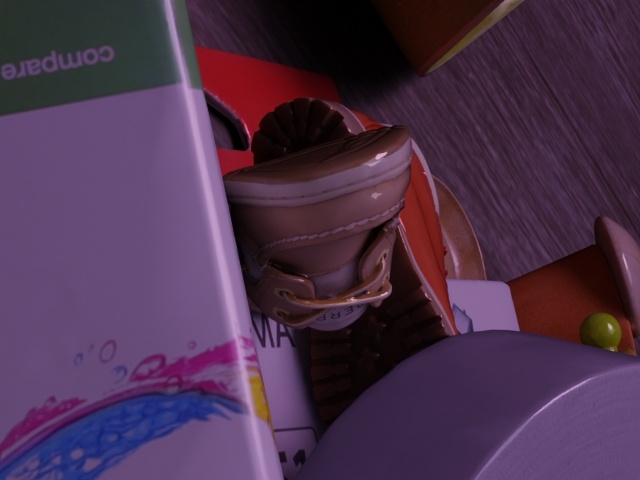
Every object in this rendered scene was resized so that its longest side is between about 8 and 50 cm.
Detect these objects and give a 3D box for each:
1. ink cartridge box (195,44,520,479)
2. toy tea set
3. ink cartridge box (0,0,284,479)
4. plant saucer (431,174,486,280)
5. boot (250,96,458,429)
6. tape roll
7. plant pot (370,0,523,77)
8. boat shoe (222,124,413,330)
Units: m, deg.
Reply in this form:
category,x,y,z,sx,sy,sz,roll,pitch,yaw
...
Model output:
category,x,y,z,sx,sy,sz,roll,pitch,yaw
ink cartridge box,-0.013,0.028,0.785,0.296,0.066,0.261,4,70,-59
toy tea set,0.184,0.140,0.927,0.200,0.124,0.336,70,5,-78
ink cartridge box,-0.069,0.073,0.519,0.201,0.117,0.278,94,-16,-73
plant saucer,0.056,0.007,0.968,0.083,0.015,0.083,37,42,-43
boot,0.031,0.022,0.738,0.085,0.059,0.158,1,71,-65
tape roll,0.074,0.144,0.675,0.219,0.072,0.219,-10,106,-41
plant pot,0.061,-0.279,0.952,0.293,0.275,0.275,50,30,0
boat shoe,0.000,0.000,0.628,0.170,0.063,0.059,169,-95,-82
